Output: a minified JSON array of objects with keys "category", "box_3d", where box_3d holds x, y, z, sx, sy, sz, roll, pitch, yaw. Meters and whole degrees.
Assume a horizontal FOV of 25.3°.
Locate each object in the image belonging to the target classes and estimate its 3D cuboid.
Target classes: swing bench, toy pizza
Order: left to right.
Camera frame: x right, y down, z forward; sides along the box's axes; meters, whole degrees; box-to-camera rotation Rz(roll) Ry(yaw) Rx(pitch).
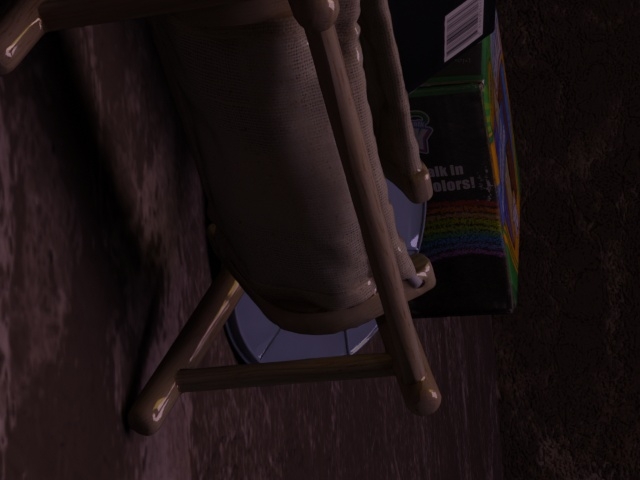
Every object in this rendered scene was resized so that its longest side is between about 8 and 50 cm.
[{"category":"swing bench","box_3d":[-0.033,-0.079,0.736,0.255,0.165,0.253,-82,162,-47]},{"category":"toy pizza","box_3d":[0.000,0.000,0.987,0.201,0.032,0.201,-25,126,-40]}]

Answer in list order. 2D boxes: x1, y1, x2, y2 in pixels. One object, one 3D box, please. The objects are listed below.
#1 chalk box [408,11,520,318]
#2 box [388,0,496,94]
[{"category":"chalk box","box_3d":[0.054,-0.100,1.115,0.179,0.180,0.289,-80,162,-50]},{"category":"box","box_3d":[0.011,-0.231,0.842,0.184,0.103,0.261,45,-19,26]}]
